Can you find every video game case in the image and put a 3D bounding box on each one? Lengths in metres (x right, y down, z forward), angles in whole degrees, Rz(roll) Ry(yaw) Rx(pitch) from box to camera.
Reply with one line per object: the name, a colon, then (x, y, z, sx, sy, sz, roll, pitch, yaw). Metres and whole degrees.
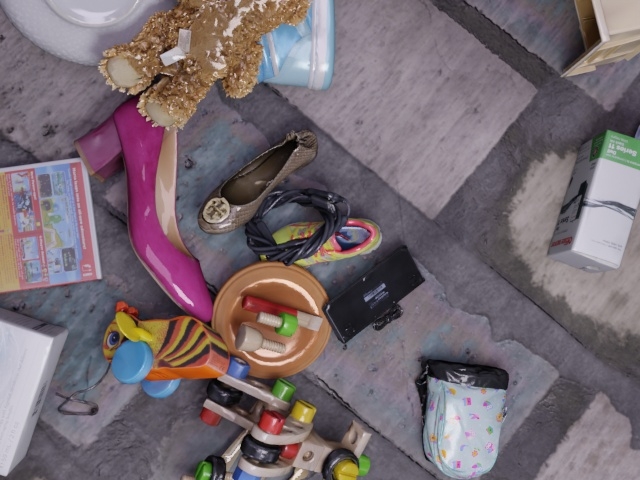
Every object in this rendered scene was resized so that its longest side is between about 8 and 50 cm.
video game case: (-0.512, -0.017, 1.728, 0.285, 0.025, 0.204, -8, 86, -4)

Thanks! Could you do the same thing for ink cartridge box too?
ink cartridge box: (0.457, -0.059, 1.737, 0.087, 0.153, 0.208, 18, 84, -2)

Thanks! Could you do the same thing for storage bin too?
storage bin: (0.441, -0.425, 1.710, 0.123, 0.260, 0.262, -13, 86, -4)

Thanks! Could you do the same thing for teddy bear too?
teddy bear: (-0.179, -0.318, 1.624, 0.245, 0.113, 0.338, 29, 107, -16)

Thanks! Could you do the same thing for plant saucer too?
plant saucer: (-0.078, 0.132, 1.715, 0.200, 0.037, 0.200, -1, 102, -7)

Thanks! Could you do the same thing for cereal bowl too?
cereal bowl: (-0.352, -0.425, 1.641, 0.339, 0.141, 0.339, -3, 116, -6)

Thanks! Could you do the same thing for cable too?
cable: (-0.049, -0.024, 1.707, 0.184, 0.047, 0.150, 14, 59, 36)

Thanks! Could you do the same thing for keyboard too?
keyboard: (0.092, 0.097, 1.745, 0.180, 0.023, 0.108, -36, 115, -15)

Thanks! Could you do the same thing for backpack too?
backpack: (0.227, 0.290, 1.713, 0.152, 0.115, 0.182, 9, 88, -6)

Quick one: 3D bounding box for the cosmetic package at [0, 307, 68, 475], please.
cosmetic package: (-0.543, 0.213, 1.640, 0.224, 0.138, 0.224, 19, 90, -3)

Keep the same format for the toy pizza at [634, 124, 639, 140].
toy pizza: (0.629, -0.145, 1.816, 0.201, 0.032, 0.201, 0, 87, -5)

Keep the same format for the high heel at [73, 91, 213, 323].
high heel: (-0.231, -0.060, 1.697, 0.181, 0.127, 0.377, -33, 86, 2)

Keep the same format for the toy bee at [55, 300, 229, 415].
toy bee: (-0.285, 0.160, 1.666, 0.298, 0.195, 0.162, -7, 61, 6)

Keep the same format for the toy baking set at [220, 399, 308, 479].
toy baking set: (-0.095, 0.395, 1.727, 0.196, 0.030, 0.256, -24, 87, -8)

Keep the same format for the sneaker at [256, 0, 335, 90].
sneaker: (-0.085, -0.405, 1.740, 0.208, 0.127, 0.319, -2, 85, -6)

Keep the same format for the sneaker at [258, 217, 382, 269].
sneaker: (0.000, 0.000, 1.729, 0.208, 0.094, 0.081, -14, 88, -4)

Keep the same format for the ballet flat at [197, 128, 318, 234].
ballet flat: (-0.101, -0.102, 1.720, 0.250, 0.058, 0.084, -39, 66, -18)

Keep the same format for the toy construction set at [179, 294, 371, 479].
toy construction set: (-0.038, 0.261, 1.644, 0.237, 0.257, 0.309, 18, 75, -25)
